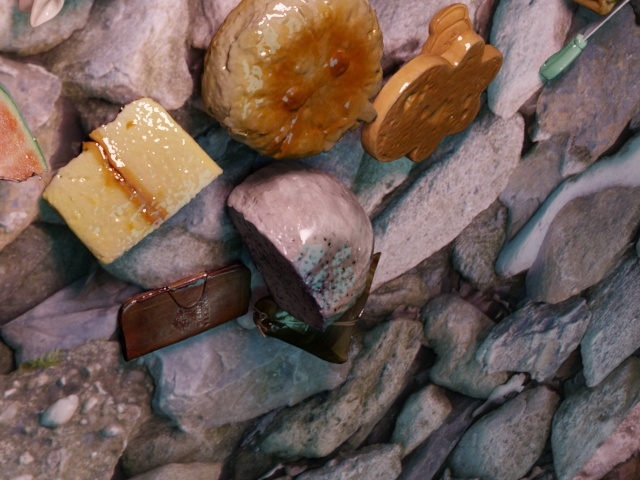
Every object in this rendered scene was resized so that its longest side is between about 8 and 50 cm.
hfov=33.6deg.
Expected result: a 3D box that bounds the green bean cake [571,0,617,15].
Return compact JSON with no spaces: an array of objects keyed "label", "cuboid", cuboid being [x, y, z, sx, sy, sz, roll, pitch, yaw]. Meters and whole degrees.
[{"label":"green bean cake","cuboid":[0.528,-0.555,1.919,0.224,0.131,0.230,-47,141,-3]}]

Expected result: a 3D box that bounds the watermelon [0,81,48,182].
[{"label":"watermelon","cuboid":[-0.473,-0.160,1.391,0.231,0.128,0.146,9,89,-60]}]

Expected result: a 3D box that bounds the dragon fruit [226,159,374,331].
[{"label":"dragon fruit","cuboid":[0.000,0.000,1.811,0.204,0.221,0.283,-38,125,-16]}]

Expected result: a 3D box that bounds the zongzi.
[{"label":"zongzi","cuboid":[-0.009,0.093,2.022,0.247,0.111,0.241,27,84,-43]}]

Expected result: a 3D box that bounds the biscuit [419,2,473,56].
[{"label":"biscuit","cuboid":[0.228,-0.352,1.904,0.118,0.023,0.140,-39,141,-11]}]

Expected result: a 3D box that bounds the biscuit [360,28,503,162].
[{"label":"biscuit","cuboid":[0.194,-0.249,1.882,0.355,0.052,0.275,-24,147,-43]}]

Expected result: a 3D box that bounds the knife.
[{"label":"knife","cuboid":[0.522,-0.404,2.039,0.260,0.034,0.063,-44,-172,35]}]

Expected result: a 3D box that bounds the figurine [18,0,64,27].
[{"label":"figurine","cuboid":[-0.285,-0.374,1.358,0.155,0.127,0.235,-2,129,-53]}]

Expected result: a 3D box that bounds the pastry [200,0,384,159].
[{"label":"pastry","cuboid":[-0.038,-0.273,1.641,0.329,0.136,0.330,-26,136,-28]}]

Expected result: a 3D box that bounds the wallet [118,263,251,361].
[{"label":"wallet","cuboid":[-0.238,0.121,1.874,0.255,0.031,0.137,-20,134,-29]}]

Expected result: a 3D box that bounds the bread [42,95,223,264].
[{"label":"bread","cuboid":[-0.298,-0.102,1.639,0.240,0.135,0.178,-41,107,-6]}]
